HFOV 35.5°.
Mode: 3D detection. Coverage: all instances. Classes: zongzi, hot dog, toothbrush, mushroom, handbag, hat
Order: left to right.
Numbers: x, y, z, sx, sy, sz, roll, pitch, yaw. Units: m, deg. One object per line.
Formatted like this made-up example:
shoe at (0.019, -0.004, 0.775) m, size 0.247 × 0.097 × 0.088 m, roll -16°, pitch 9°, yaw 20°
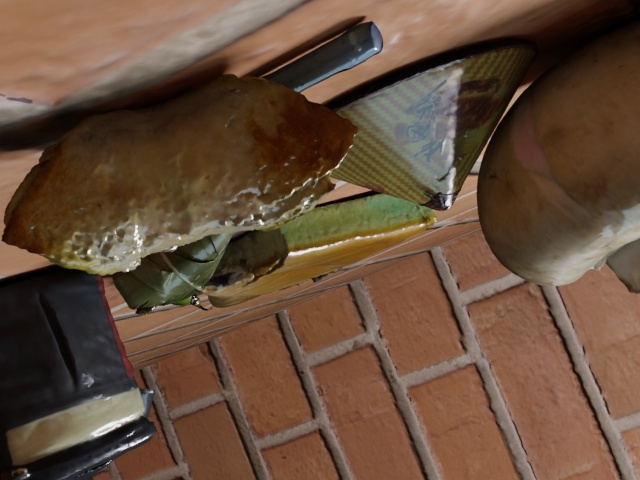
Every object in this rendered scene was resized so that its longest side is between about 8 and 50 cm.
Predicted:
handbag at (-0.252, 0.140, 0.858) m, size 0.181 × 0.181 × 0.254 m, roll -16°, pitch 173°, yaw -40°
hot dog at (-0.067, -0.033, 0.471) m, size 0.169 × 0.078 × 0.061 m, roll -15°, pitch -171°, yaw -15°
toothbrush at (-0.065, -0.058, 0.512) m, size 0.219 × 0.016 × 0.019 m, roll -23°, pitch 166°, yaw 24°
zongzi at (-0.088, 0.000, 0.831) m, size 0.130 × 0.062 × 0.154 m, roll -36°, pitch 176°, yaw 18°
hat at (0.071, -0.059, 0.681) m, size 0.193 × 0.082 × 0.193 m, roll -22°, pitch 175°, yaw -2°
mushroom at (0.227, -0.060, 0.711) m, size 0.255 × 0.184 × 0.255 m, roll -22°, pitch 172°, yaw -3°

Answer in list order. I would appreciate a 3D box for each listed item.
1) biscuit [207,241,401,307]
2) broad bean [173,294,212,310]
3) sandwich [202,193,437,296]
biscuit at (-0.009, 0.028, 1.441) m, size 0.325 × 0.044 × 0.217 m, roll -21°, pitch 176°, yaw -9°
broad bean at (-0.158, 0.050, 1.039) m, size 0.069 × 0.039 × 0.227 m, roll 13°, pitch 175°, yaw 4°
sandwich at (0.000, 0.000, 1.087) m, size 0.245 × 0.063 × 0.212 m, roll -24°, pitch 173°, yaw 13°
